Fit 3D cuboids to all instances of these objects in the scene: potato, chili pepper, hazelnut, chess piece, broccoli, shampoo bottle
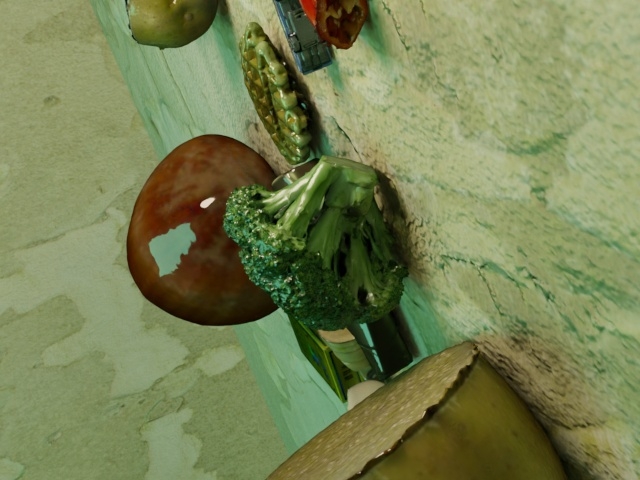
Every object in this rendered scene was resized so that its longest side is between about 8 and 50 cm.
[{"bbox_3d":[-0.228,-0.406,1.602,0.117,0.182,0.202,22,124,20],"label":"potato"},{"bbox_3d":[0.120,0.348,1.131,0.319,0.385,0.442,51,176,5],"label":"potato"},{"bbox_3d":[-0.006,-0.290,1.118,0.169,0.064,0.088,-124,31,-50],"label":"chili pepper"},{"bbox_3d":[-0.192,-0.012,1.812,0.366,0.365,0.366,58,165,25],"label":"hazelnut"},{"bbox_3d":[0.063,0.191,1.711,0.090,0.090,0.200,53,174,39],"label":"chess piece"},{"bbox_3d":[0.000,0.000,1.304,0.261,0.269,0.242,-95,21,-67],"label":"broccoli"},{"bbox_3d":[0.039,0.047,1.501,0.350,0.084,0.125,63,165,0],"label":"shampoo bottle"}]

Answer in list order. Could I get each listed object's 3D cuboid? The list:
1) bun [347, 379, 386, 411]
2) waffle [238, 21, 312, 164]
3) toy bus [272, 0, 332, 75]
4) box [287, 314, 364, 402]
[{"bbox_3d":[0.107,0.326,1.670,0.173,0.119,0.173,-5,-90,-86],"label":"bun"},{"bbox_3d":[-0.068,-0.218,1.480,0.214,0.054,0.208,63,167,5],"label":"waffle"},{"bbox_3d":[-0.032,-0.288,1.229,0.061,0.051,0.153,-135,22,-69],"label":"toy bus"},{"bbox_3d":[0.007,0.213,1.962,0.220,0.064,0.141,45,157,59],"label":"box"}]
